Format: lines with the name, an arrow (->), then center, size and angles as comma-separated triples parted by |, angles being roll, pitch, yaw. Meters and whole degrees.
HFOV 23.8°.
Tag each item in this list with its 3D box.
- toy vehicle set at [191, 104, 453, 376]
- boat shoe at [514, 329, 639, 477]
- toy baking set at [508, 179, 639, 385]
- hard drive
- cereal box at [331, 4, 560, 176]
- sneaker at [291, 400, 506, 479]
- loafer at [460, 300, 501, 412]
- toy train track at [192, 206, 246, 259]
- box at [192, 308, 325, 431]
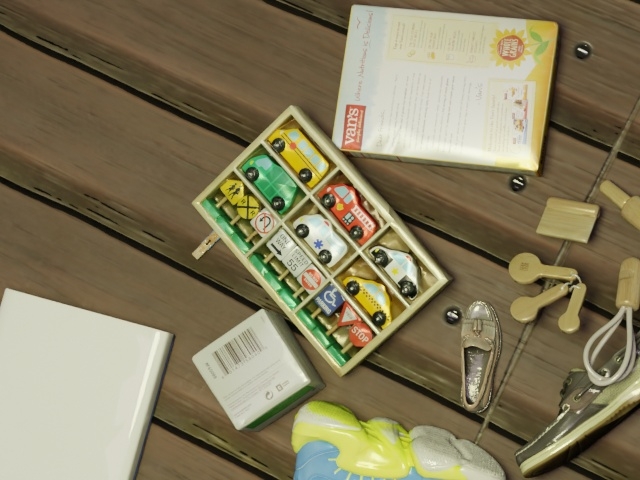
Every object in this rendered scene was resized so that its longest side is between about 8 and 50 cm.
toy vehicle set -> 0.000, 0.000, 1.706 | 0.166, 0.035, 0.267 | -44, 79, 15
boat shoe -> 0.292, 0.167, 1.623 | 0.223, 0.080, 0.073 | -36, 70, 0
toy baking set -> 0.317, 0.051, 1.619 | 0.197, 0.030, 0.256 | -46, 58, -8
hard drive -> -0.311, 0.235, 1.764 | 0.210, 0.040, 0.319 | 14, 85, 14
cereal box -> 0.141, -0.170, 1.718 | 0.240, 0.047, 0.173 | 8, 84, 15
sneaker -> 0.078, 0.263, 1.662 | 0.240, 0.091, 0.126 | 18, 104, 14
loafer -> 0.174, 0.127, 1.671 | 0.045, 0.039, 0.125 | 2, 82, 14
toy train track -> -0.117, -0.010, 1.772 | 0.083, 0.014, 0.048 | -45, 82, 9
box -> -0.068, 0.147, 1.698 | 0.101, 0.087, 0.102 | -35, 77, 6
